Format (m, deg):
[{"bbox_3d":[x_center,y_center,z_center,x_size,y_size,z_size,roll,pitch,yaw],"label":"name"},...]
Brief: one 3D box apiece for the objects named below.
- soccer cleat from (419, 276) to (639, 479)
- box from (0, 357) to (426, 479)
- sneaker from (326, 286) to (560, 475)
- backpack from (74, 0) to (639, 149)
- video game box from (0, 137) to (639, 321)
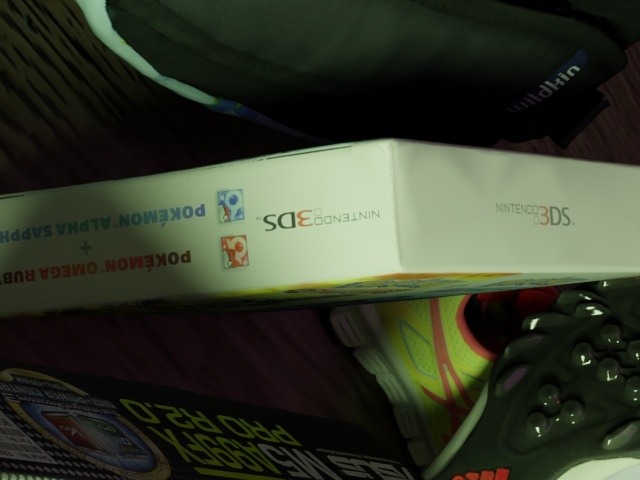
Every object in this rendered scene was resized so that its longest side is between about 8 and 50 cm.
[{"bbox_3d":[0.098,0.120,0.829,0.318,0.108,0.116,-40,138,-21],"label":"soccer cleat"},{"bbox_3d":[-0.091,0.140,0.530,0.216,0.060,0.270,-58,147,8],"label":"box"},{"bbox_3d":[0.082,0.061,0.908,0.208,0.094,0.081,52,40,-39],"label":"sneaker"},{"bbox_3d":[0.020,-0.164,0.700,0.273,0.290,0.355,55,25,5],"label":"backpack"},{"bbox_3d":[0.000,0.000,0.709,0.205,0.187,0.048,1,81,-57],"label":"video game box"}]
